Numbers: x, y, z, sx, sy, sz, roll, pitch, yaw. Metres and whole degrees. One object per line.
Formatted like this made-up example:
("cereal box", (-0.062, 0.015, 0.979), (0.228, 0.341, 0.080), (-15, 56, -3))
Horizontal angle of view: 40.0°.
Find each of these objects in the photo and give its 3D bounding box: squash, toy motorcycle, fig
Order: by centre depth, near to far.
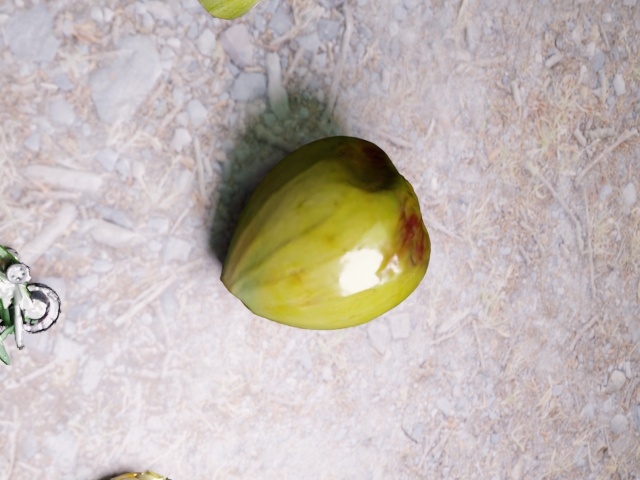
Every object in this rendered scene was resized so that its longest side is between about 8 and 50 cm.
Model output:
("toy motorcycle", (-0.370, 0.047, 0.943), (0.106, 0.074, 0.190), (-45, 120, -11))
("squash", (-0.084, -0.323, 1.053), (0.105, 0.132, 0.105), (-5, 98, -37))
("fig", (0.000, 0.000, 1.113), (0.271, 0.239, 0.239), (-24, 112, -2))

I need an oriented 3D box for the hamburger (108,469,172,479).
("hamburger", (-0.229, 0.347, 1.074), (0.141, 0.081, 0.126), (-31, 111, -15))
